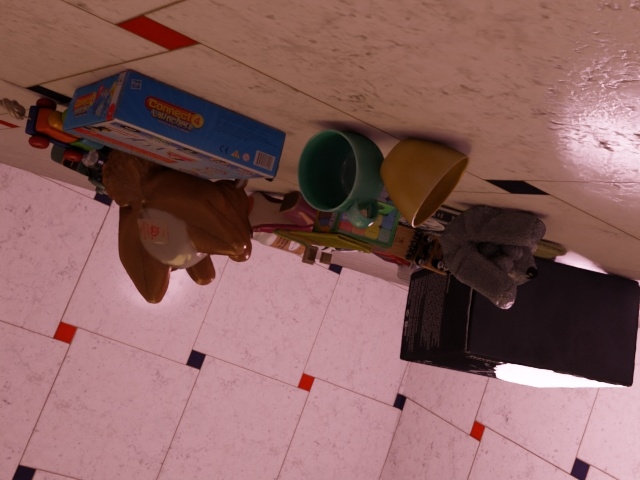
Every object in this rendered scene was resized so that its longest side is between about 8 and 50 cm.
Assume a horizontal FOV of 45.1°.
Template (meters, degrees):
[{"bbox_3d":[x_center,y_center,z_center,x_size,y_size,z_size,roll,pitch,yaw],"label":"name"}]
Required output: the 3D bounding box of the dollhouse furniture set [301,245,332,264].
[{"bbox_3d":[0.050,0.013,2.295,0.182,0.160,0.101,16,174,-9],"label":"dollhouse furniture set"}]

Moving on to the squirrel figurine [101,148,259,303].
[{"bbox_3d":[-0.304,-0.099,1.766,0.397,0.281,0.370,51,-155,-2],"label":"squirrel figurine"}]

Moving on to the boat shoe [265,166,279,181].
[{"bbox_3d":[-0.138,-0.162,1.651,0.049,0.040,0.142,11,174,36],"label":"boat shoe"}]

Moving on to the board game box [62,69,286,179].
[{"bbox_3d":[-0.272,-0.198,1.409,0.308,0.086,0.302,18,174,-33],"label":"board game box"}]

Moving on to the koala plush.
[{"bbox_3d":[0.379,0.034,1.620,0.203,0.196,0.221,25,-178,38],"label":"koala plush"}]

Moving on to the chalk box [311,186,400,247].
[{"bbox_3d":[0.087,-0.060,1.618,0.133,0.132,0.213,17,175,-16],"label":"chalk box"}]

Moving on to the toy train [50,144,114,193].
[{"bbox_3d":[-0.535,-0.191,1.991,0.190,0.142,0.334,25,180,19],"label":"toy train"}]

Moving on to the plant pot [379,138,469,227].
[{"bbox_3d":[0.148,-0.101,1.177,0.095,0.134,0.134,40,-179,16],"label":"plant pot"}]

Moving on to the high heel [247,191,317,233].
[{"bbox_3d":[-0.101,-0.051,2.169,0.181,0.127,0.377,30,164,-31],"label":"high heel"}]

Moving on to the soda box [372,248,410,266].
[{"bbox_3d":[0.202,0.008,2.201,0.084,0.092,0.263,14,175,19],"label":"soda box"}]

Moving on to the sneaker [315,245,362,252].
[{"bbox_3d":[0.046,-0.011,2.432,0.235,0.094,0.153,12,173,20],"label":"sneaker"}]

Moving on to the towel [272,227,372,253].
[{"bbox_3d":[0.000,0.000,1.657,0.102,0.021,0.237,18,173,-36],"label":"towel"}]

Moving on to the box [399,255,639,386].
[{"bbox_3d":[0.537,0.230,2.156,0.480,0.297,0.472,13,165,-12],"label":"box"}]

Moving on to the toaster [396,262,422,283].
[{"bbox_3d":[0.365,0.101,2.569,0.227,0.129,0.146,15,179,-27],"label":"toaster"}]

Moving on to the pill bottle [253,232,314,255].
[{"bbox_3d":[-0.131,-0.040,2.394,0.229,0.131,0.131,17,174,-27],"label":"pill bottle"}]

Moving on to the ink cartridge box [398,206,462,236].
[{"bbox_3d":[0.282,-0.040,1.776,0.208,0.045,0.206,14,175,-14],"label":"ink cartridge box"}]

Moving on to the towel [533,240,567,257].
[{"bbox_3d":[0.494,0.010,1.815,0.148,0.027,0.110,17,173,-9],"label":"towel"}]

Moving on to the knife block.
[{"bbox_3d":[0.307,0.037,2.005,0.242,0.088,0.276,25,-176,42],"label":"knife block"}]

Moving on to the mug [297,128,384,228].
[{"bbox_3d":[0.042,-0.096,1.242,0.130,0.157,0.097,-1,179,42],"label":"mug"}]

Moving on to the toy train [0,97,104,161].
[{"bbox_3d":[-0.547,-0.249,1.593,0.143,0.105,0.248,-2,165,36],"label":"toy train"}]
